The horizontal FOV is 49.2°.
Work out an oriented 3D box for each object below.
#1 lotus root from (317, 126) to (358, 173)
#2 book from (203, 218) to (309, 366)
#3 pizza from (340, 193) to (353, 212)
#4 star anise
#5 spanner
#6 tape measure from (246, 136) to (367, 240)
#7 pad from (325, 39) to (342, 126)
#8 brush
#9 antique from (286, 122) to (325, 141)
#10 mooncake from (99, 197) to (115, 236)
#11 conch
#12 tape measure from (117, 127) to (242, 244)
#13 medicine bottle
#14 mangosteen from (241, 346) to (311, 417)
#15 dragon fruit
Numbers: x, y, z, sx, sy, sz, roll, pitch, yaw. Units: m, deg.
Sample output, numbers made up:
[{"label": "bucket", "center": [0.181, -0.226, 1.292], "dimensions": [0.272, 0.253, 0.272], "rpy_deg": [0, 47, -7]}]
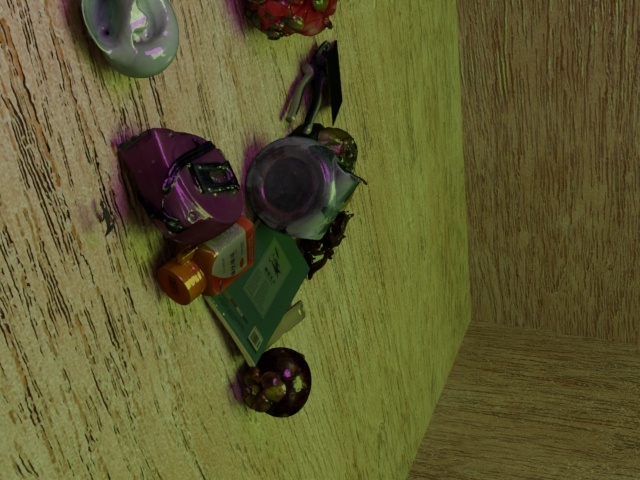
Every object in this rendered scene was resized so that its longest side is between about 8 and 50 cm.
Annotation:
[{"label": "lotus root", "center": [0.057, -0.242, 2.046], "dimensions": [0.203, 0.078, 0.183], "rpy_deg": [-23, 112, -56]}, {"label": "book", "center": [-0.156, 0.112, 1.882], "dimensions": [0.379, 0.031, 0.264], "rpy_deg": [-60, 135, -42]}, {"label": "pizza", "center": [0.017, -0.138, 2.179], "dimensions": [0.258, 0.087, 0.268], "rpy_deg": [66, 40, -50]}, {"label": "star anise", "center": [0.000, 0.000, 2.159], "dimensions": [0.272, 0.102, 0.272], "rpy_deg": [-50, 166, -17]}, {"label": "spanner", "center": [-0.025, -0.454, 2.024], "dimensions": [0.096, 0.040, 0.324], "rpy_deg": [34, 59, -30]}, {"label": "tape measure", "center": [-0.052, -0.134, 1.813], "dimensions": [0.256, 0.275, 0.147], "rpy_deg": [-55, 163, 12]}, {"label": "pad", "center": [0.043, -0.485, 2.132], "dimensions": [0.299, 0.005, 0.202], "rpy_deg": [-75, 160, -63]}, {"label": "brush", "center": [-0.133, 0.253, 1.995], "dimensions": [0.321, 0.050, 0.060], "rpy_deg": [-32, 111, -58]}, {"label": "antique", "center": [-0.054, -0.262, 2.000], "dimensions": [0.221, 0.081, 0.080], "rpy_deg": [-51, 141, -48]}, {"label": "mooncake", "center": [-0.355, -0.050, 1.462], "dimensions": [0.347, 0.057, 0.150], "rpy_deg": [-43, 121, -63]}, {"label": "conch", "center": [-0.355, -0.405, 1.280], "dimensions": [0.185, 0.121, 0.221], "rpy_deg": [-48, 131, -45]}, {"label": "tape measure", "center": [-0.272, -0.110, 1.433], "dimensions": [0.231, 0.149, 0.245], "rpy_deg": [63, 25, 5]}, {"label": "medicine bottle", "center": [-0.254, 0.042, 1.578], "dimensions": [0.222, 0.112, 0.149], "rpy_deg": [-43, 152, -37]}, {"label": "mangosteen", "center": [-0.132, 0.389, 1.903], "dimensions": [0.217, 0.192, 0.192], "rpy_deg": [2, 94, -42]}, {"label": "dragon fruit", "center": [-0.072, -0.625, 1.714], "dimensions": [0.231, 0.237, 0.302], "rpy_deg": [100, 4, -50]}]
